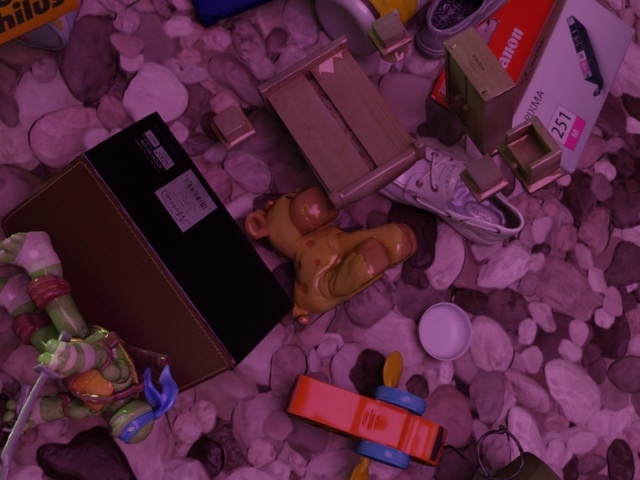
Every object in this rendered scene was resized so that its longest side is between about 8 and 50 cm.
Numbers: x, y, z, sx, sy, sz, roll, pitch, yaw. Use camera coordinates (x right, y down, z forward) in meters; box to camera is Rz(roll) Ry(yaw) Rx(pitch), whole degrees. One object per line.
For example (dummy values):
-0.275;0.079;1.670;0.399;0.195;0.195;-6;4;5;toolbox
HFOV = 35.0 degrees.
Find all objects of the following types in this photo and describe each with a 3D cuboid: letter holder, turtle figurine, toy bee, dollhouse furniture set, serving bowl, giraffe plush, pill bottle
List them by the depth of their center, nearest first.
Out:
-0.327;0.141;1.151;0.275;0.198;0.266;-31;69;-11;turtle figurine
-0.221;0.033;1.273;0.302;0.214;0.152;55;38;-7;letter holder
0.089;-0.105;1.353;0.355;0.174;0.303;-31;69;-3;dollhouse furniture set
0.100;0.269;1.356;0.298;0.162;0.195;38;79;15;toy bee
0.000;0.000;1.356;0.210;0.181;0.170;-36;84;14;giraffe plush
0.100;-0.371;1.447;0.117;0.117;0.215;47;70;-8;pill bottle
0.173;0.131;1.449;0.083;0.027;0.083;3;81;-20;serving bowl

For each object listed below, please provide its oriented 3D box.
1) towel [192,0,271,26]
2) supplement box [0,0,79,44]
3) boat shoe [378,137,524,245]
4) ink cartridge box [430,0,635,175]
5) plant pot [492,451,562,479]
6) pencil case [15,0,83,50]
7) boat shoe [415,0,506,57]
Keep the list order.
-0.104;-0.470;1.386;0.228;0.076;0.308;-17;88;11;towel
-0.456;-0.388;1.132;0.194;0.195;0.356;-32;63;-21;supplement box
0.172;-0.086;1.443;0.277;0.096;0.098;27;76;-14;boat shoe
0.328;-0.271;1.547;0.239;0.060;0.275;31;73;-14;ink cartridge box
0.247;0.483;1.304;0.280;0.323;0.323;-33;94;-4;plant pot
-0.330;-0.379;1.292;0.113;0.124;0.273;22;76;-16;pencil case
0.228;-0.365;1.504;0.079;0.081;0.227;39;71;6;boat shoe
